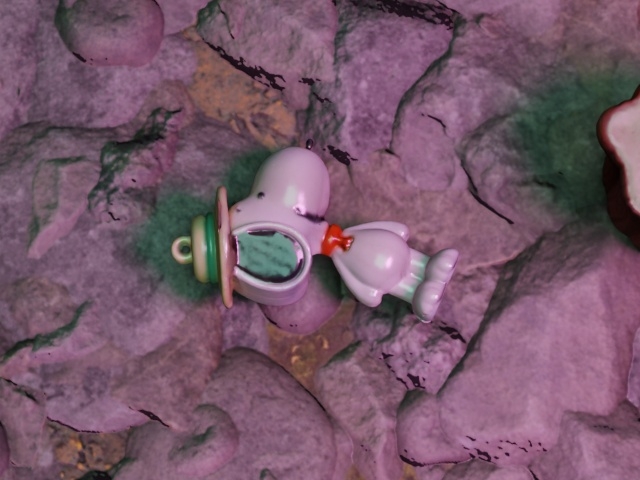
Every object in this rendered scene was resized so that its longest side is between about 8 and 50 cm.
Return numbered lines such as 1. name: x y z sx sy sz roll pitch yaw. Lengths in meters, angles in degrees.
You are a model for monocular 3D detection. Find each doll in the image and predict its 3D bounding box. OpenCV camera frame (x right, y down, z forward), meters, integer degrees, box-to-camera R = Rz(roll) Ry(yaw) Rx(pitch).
1. doll: -0.002 0.020 1.550 0.271 0.144 0.208 39 79 10

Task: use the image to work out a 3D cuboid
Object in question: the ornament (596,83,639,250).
1. ornament: 0.394 -0.079 1.497 0.235 0.217 0.221 24 87 5
